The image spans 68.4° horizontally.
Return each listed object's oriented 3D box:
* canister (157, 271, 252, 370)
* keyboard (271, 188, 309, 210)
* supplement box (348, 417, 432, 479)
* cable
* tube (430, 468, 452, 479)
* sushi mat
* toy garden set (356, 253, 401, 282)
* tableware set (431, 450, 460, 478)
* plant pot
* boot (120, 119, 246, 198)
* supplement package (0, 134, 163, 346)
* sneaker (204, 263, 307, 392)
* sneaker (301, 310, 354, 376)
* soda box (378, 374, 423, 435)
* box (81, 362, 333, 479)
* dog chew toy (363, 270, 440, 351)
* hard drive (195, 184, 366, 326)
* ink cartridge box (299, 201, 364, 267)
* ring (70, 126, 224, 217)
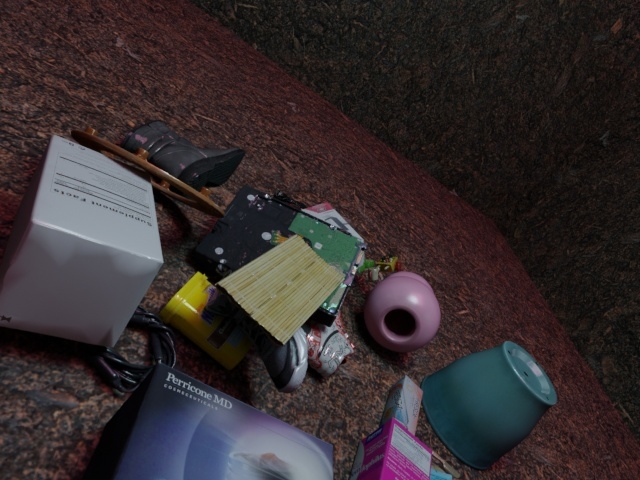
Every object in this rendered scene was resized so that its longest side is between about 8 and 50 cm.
[{"bbox_3d":[-0.208,0.155,0.909,0.170,0.073,0.126,41,27,-7],"label":"canister"},{"bbox_3d":[-0.061,-0.064,1.486,0.317,0.033,0.201,27,31,-30],"label":"keyboard"},{"bbox_3d":[0.123,0.458,0.863,0.114,0.111,0.220,42,25,0],"label":"supplement box"},{"bbox_3d":[-0.320,0.156,0.778,0.184,0.047,0.150,45,28,8],"label":"cable"},{"bbox_3d":[0.233,0.547,0.922,0.080,0.052,0.207,27,35,-11],"label":"tube"},{"bbox_3d":[-0.062,0.080,0.902,0.151,0.019,0.316,44,27,5],"label":"sushi mat"},{"bbox_3d":[0.099,0.071,1.334,0.204,0.049,0.244,4,10,29],"label":"toy garden set"},{"bbox_3d":[0.280,0.565,0.998,0.194,0.039,0.128,40,41,8],"label":"tableware set"},{"bbox_3d":[0.447,0.405,1.224,0.272,0.255,0.271,32,29,-20],"label":"plant pot"},{"bbox_3d":[-0.355,-0.249,1.275,0.223,0.118,0.338,38,22,2],"label":"boot"},{"bbox_3d":[-0.378,-0.007,0.745,0.175,0.177,0.293,23,21,-34],"label":"supplement package"},{"bbox_3d":[-0.124,0.150,0.851,0.153,0.101,0.268,21,31,-37],"label":"sneaker"},{"bbox_3d":[0.020,0.209,1.124,0.145,0.090,0.270,43,30,-2],"label":"sneaker"},{"bbox_3d":[0.190,0.400,1.102,0.063,0.058,0.183,43,26,1],"label":"soda box"},{"bbox_3d":[-0.146,0.359,0.568,0.296,0.182,0.294,33,26,-19],"label":"box"},{"bbox_3d":[0.240,0.182,1.353,0.206,0.206,0.332,44,18,3],"label":"dog chew toy"},{"bbox_3d":[-0.083,0.028,1.091,0.339,0.064,0.236,24,52,3],"label":"hard drive"},{"bbox_3d":[0.000,0.000,1.275,0.159,0.092,0.218,-19,41,-19],"label":"ink cartridge box"},{"bbox_3d":[-0.347,-0.139,0.982,0.337,0.032,0.336,26,-8,4],"label":"ring"}]
